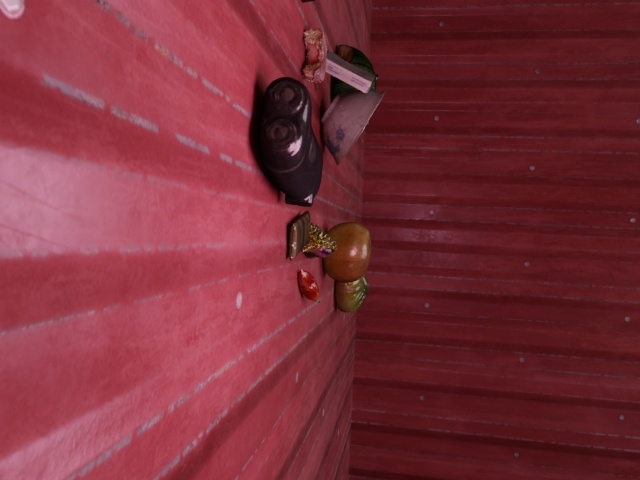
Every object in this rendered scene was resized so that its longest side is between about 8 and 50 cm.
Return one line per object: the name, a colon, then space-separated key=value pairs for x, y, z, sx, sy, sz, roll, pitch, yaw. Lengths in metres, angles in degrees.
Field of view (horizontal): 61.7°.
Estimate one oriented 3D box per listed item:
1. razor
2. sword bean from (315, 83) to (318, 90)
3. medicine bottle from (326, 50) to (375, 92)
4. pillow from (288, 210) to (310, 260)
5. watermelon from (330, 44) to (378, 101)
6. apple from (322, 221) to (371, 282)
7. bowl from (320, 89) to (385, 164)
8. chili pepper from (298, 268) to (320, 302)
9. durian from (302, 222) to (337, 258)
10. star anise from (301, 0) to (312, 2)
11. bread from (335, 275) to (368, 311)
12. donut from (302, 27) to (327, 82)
razor: x=-0.067 y=-0.218 z=1.270 sx=0.349 sy=0.113 sz=0.205 roll=70 pitch=26 yaw=-73
sword bean: x=-0.016 y=-0.529 z=1.806 sx=0.083 sy=0.012 sz=0.012 roll=64 pitch=30 yaw=-70
medicine bottle: x=0.093 y=-0.596 z=1.885 sx=0.052 sy=0.201 sz=0.171 roll=-62 pitch=-177 yaw=26
pillow: x=-0.064 y=-0.018 z=1.592 sx=0.203 sy=0.038 sz=0.113 roll=-51 pitch=146 yaw=-74
watermelon: x=0.151 y=-0.660 z=2.297 sx=0.330 sy=0.189 sz=0.331 roll=5 pitch=90 yaw=-75
apple: x=0.109 y=0.049 z=2.194 sx=0.261 sy=0.193 sz=0.261 roll=5 pitch=90 yaw=-80
bowl: x=0.089 y=-0.444 z=1.951 sx=0.314 sy=0.146 sz=0.313 roll=-57 pitch=-172 yaw=12
chili pepper: x=-0.040 y=0.152 z=1.747 sx=0.059 sy=0.050 sz=0.191 roll=-43 pitch=140 yaw=-18
durian: x=0.003 y=0.001 z=1.787 sx=0.187 sy=0.108 sz=0.119 roll=51 pitch=43 yaw=-76
star anise: x=-0.016 y=-0.741 z=1.408 sx=0.190 sy=0.125 sz=0.220 roll=78 pitch=20 yaw=-45
bread: x=0.148 y=0.262 z=2.637 sx=0.156 sy=0.157 sz=0.261 roll=-73 pitch=162 yaw=-44
donut: x=-0.017 y=-0.548 z=1.624 sx=0.117 sy=0.065 sz=0.166 roll=58 pitch=37 yaw=-72
